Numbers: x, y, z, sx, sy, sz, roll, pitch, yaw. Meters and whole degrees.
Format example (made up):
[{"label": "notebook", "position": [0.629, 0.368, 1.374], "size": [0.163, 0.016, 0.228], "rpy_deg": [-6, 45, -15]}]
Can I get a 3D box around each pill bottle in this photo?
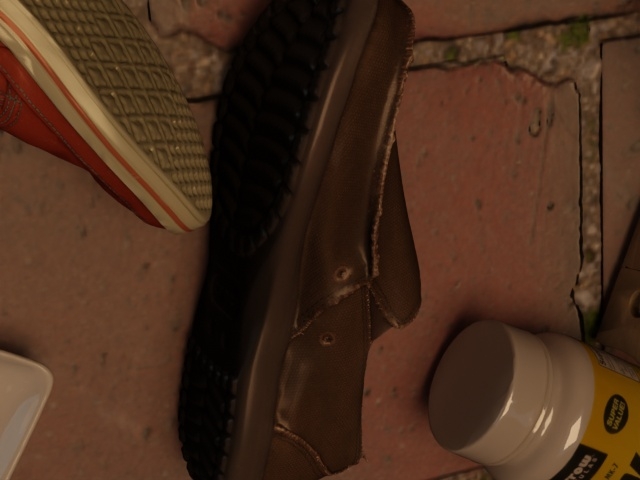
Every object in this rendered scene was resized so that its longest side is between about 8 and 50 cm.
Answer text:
[{"label": "pill bottle", "position": [0.190, 0.138, 0.972], "size": [0.208, 0.119, 0.119], "rpy_deg": [23, 95, -26]}]

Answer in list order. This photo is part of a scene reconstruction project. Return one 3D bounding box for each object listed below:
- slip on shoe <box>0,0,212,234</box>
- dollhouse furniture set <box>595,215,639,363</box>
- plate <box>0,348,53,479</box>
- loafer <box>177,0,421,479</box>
[{"label": "slip on shoe", "position": [-0.185, -0.114, 0.762], "size": [0.101, 0.123, 0.331], "rpy_deg": [-32, 125, 25]}, {"label": "dollhouse furniture set", "position": [0.324, 0.053, 0.962], "size": [0.129, 0.184, 0.129], "rpy_deg": [13, 99, -29]}, {"label": "plate", "position": [-0.342, 0.154, 0.798], "size": [0.277, 0.045, 0.278], "rpy_deg": [22, 95, -27]}, {"label": "loafer", "position": [0.000, 0.000, 0.860], "size": [0.130, 0.134, 0.366], "rpy_deg": [3, 114, -27]}]
